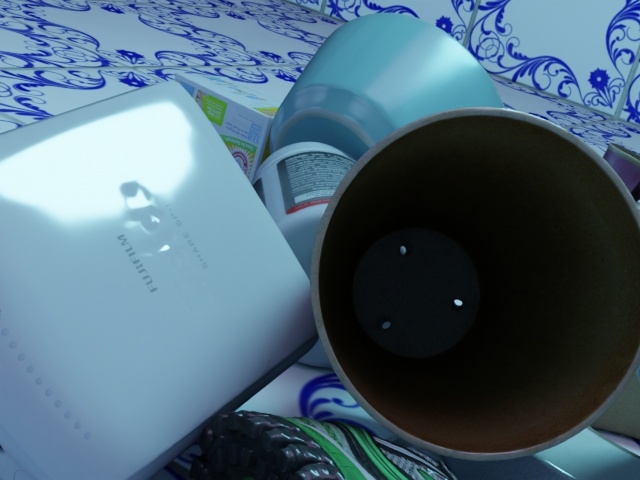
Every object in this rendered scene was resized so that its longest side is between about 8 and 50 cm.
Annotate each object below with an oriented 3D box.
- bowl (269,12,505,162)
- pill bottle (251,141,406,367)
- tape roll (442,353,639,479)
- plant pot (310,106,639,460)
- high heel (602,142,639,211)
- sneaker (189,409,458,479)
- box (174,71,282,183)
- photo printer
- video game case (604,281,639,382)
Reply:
[{"bbox_3d":[0.059,-0.105,1.362,0.311,0.311,0.163,26,39,28],"label":"bowl"},{"bbox_3d":[0.000,0.000,1.145,0.161,0.161,0.283,13,18,-10],"label":"pill bottle"},{"bbox_3d":[0.291,0.187,0.984,0.392,0.072,0.392,14,19,-5],"label":"tape roll"},{"bbox_3d":[0.098,0.039,0.871,0.237,0.237,0.254,14,-7,-5],"label":"plant pot"},{"bbox_3d":[0.505,0.030,1.551,0.127,0.181,0.377,4,30,-49],"label":"high heel"},{"bbox_3d":[0.073,0.194,0.672,0.146,0.134,0.343,0,23,-42],"label":"sneaker"},{"bbox_3d":[-0.116,-0.150,1.569,0.203,0.114,0.103,28,20,37],"label":"box"},{"bbox_3d":[-0.152,0.032,0.787,0.256,0.107,0.307,58,35,0],"label":"photo printer"},{"bbox_3d":[0.268,0.127,0.798,0.022,0.173,0.190,-27,24,1],"label":"video game case"}]
